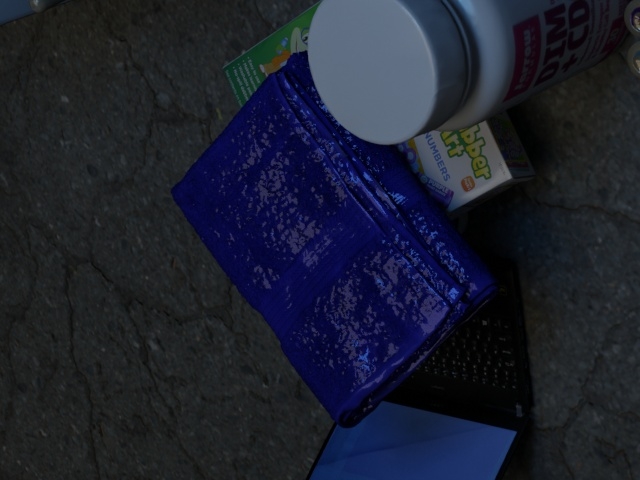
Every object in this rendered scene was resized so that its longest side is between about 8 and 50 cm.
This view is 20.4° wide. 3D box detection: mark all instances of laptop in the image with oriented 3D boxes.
[{"bbox_3d":[0.083,0.148,1.826,0.234,0.137,0.264,9,116,40],"label":"laptop"}]

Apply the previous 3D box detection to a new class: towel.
[{"bbox_3d":[0.000,0.000,1.685,0.227,0.076,0.308,-47,70,27],"label":"towel"}]

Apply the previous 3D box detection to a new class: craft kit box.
[{"bbox_3d":[0.051,-0.116,1.717,0.247,0.061,0.249,-30,78,30],"label":"craft kit box"}]

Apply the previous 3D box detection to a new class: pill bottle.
[{"bbox_3d":[0.130,-0.185,1.507,0.160,0.283,0.160,21,124,35],"label":"pill bottle"}]

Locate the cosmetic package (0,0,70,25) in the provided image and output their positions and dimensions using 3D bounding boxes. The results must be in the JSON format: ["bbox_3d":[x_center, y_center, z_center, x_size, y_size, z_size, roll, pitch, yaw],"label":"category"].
[{"bbox_3d":[-0.375,-0.446,1.829,0.394,0.327,0.329,24,125,35],"label":"cosmetic package"}]

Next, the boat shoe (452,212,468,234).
[{"bbox_3d":[0.029,-0.042,1.824,0.255,0.079,0.095,23,123,34],"label":"boat shoe"}]

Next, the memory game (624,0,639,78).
[{"bbox_3d":[0.340,-0.168,1.494,0.186,0.012,0.186,15,119,29],"label":"memory game"}]

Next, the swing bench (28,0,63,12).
[{"bbox_3d":[-0.200,-0.372,1.585,0.165,0.255,0.253,32,137,45],"label":"swing bench"}]
